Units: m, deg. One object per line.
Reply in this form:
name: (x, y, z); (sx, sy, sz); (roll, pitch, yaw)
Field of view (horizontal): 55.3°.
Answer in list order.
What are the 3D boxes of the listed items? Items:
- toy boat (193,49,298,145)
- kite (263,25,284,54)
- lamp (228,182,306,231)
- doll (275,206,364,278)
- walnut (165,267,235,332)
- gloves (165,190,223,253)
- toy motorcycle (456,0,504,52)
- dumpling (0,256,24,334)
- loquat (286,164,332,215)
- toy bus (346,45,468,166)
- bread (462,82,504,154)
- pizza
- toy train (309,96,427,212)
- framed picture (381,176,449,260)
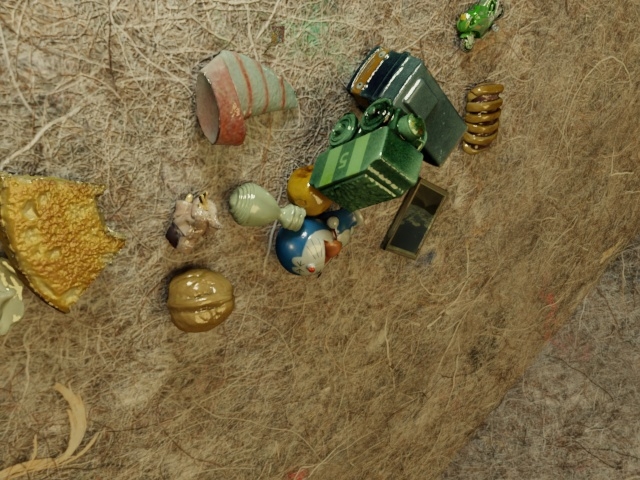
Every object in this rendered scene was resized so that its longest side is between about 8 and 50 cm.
toy boat: (-0.151, -0.328, 1.378); (0.282, 0.096, 0.205); (-23, 113, -42)
kite: (-0.102, -0.454, 1.393); (0.044, 0.002, 0.078); (9, 106, -44)
lamp: (-0.133, -0.073, 1.489); (0.193, 0.106, 0.106); (18, 102, -26)
doll: (0.000, 0.000, 1.639); (0.257, 0.161, 0.215); (-30, 158, -29)
walnut: (-0.290, 0.144, 1.479); (0.167, 0.149, 0.166); (1, 86, -20)
gloves: (-0.289, -0.039, 1.403); (0.144, 0.110, 0.094); (-34, 148, 18)
toy motorcycle: (0.449, -0.628, 1.738); (0.190, 0.074, 0.106); (-49, 127, -8)
dumpling: (-0.672, 0.090, 1.119); (0.258, 0.147, 0.192); (10, 77, -45)
loquat: (-0.020, -0.132, 1.569); (0.137, 0.137, 0.113); (-26, 162, -29)
toy bus: (0.235, -0.346, 1.615); (0.161, 0.194, 0.323); (-54, 137, -1)
bread: (0.515, -0.385, 1.920); (0.134, 0.081, 0.225); (-24, 127, -31)
pizza: (-0.515, -0.019, 1.219); (0.223, 0.089, 0.323); (-31, 127, -30)
toy train: (0.119, -0.197, 1.455); (0.167, 0.299, 0.238); (31, 64, -29)
framed picture: (0.307, -0.067, 1.967); (0.189, 0.023, 0.259); (19, 100, -48)
